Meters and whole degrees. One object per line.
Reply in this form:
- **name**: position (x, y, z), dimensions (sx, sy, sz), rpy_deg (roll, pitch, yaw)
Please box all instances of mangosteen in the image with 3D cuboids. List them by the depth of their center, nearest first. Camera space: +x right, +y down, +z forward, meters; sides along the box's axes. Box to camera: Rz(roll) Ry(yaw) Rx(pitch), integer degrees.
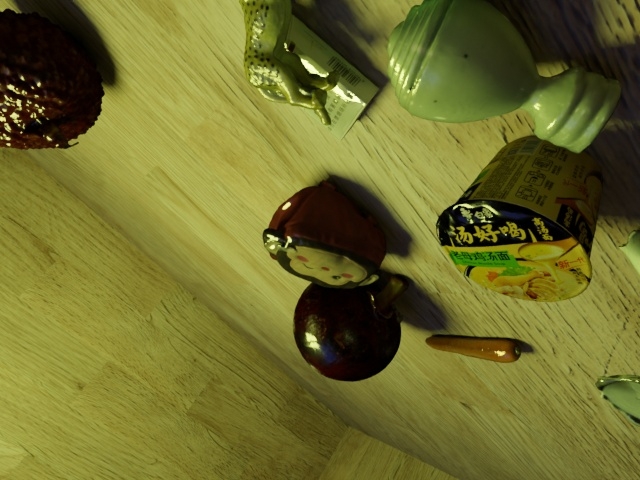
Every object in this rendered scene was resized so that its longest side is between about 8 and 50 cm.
- **mangosteen**: position (0.077, 0.159, 0.893), dimensions (0.235, 0.235, 0.261), rpy_deg (41, 122, -10)

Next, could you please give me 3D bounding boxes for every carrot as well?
- **carrot**: position (0.295, 0.212, 0.881), dimensions (0.043, 0.043, 0.248), rpy_deg (43, 157, -15)

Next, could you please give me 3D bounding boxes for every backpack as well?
- **backpack**: position (-0.001, 0.002, 0.786), dimensions (0.229, 0.139, 0.229), rpy_deg (14, 158, 6)

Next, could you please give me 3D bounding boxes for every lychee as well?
- **lychee**: position (-0.553, -0.289, 0.827), dimensions (0.300, 0.264, 0.264), rpy_deg (54, 159, 14)

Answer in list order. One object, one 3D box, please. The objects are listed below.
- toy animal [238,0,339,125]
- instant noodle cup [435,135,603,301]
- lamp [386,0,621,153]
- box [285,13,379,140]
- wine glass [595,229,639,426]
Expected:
- **toy animal**: position (-0.047, -0.215, 0.466), dimensions (0.136, 0.073, 0.181), rpy_deg (17, 134, 20)
- **instant noodle cup**: position (0.214, -0.027, 0.455), dimensions (0.151, 0.122, 0.151), rpy_deg (31, 158, 14)
- **lamp**: position (0.148, -0.140, 0.375), dimensions (0.193, 0.106, 0.106), rpy_deg (22, 154, 5)
- **box**: position (-0.011, -0.201, 0.536), dimensions (0.154, 0.040, 0.084), rpy_deg (38, 155, -4)
- **wine glass**: position (0.334, 0.081, 0.414), dimensions (0.122, 0.183, 0.122), rpy_deg (29, 157, 14)
